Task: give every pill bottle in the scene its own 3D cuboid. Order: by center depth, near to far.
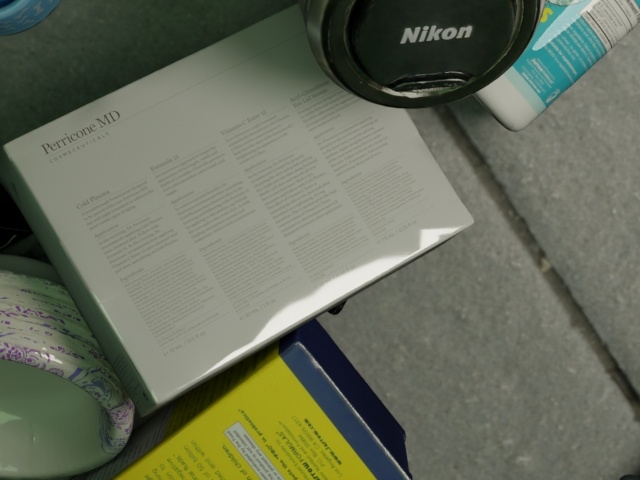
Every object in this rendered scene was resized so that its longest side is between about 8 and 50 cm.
[{"bbox_3d":[0.244,-0.246,1.509,0.264,0.146,0.146,-43,96,6],"label":"pill bottle"}]

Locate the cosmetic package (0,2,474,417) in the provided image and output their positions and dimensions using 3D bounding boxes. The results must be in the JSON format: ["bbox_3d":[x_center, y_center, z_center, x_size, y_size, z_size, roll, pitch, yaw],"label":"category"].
[{"bbox_3d":[-0.081,-0.043,1.467,0.377,0.097,0.284,-28,85,-21],"label":"cosmetic package"}]

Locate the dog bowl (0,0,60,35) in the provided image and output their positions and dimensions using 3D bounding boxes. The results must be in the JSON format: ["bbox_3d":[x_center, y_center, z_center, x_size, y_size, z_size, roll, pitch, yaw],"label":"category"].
[{"bbox_3d":[-0.392,-0.340,1.537,0.297,0.074,0.166,43,97,-6],"label":"dog bowl"}]

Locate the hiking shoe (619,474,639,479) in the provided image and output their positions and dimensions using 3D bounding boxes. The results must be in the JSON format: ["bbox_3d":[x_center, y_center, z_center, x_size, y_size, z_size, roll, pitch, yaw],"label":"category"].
[{"bbox_3d":[0.479,0.316,1.632,0.304,0.113,0.132,42,127,-12],"label":"hiking shoe"}]

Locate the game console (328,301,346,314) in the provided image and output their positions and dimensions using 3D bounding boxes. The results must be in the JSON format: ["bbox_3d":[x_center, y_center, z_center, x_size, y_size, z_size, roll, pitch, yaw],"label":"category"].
[{"bbox_3d":[0.000,0.000,1.590,0.071,0.107,0.122,23,100,-32],"label":"game console"}]

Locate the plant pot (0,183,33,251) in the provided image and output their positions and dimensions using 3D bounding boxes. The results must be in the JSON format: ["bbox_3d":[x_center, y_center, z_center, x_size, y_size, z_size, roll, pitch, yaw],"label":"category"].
[{"bbox_3d":[-0.436,-0.042,1.538,0.188,0.187,0.167,-27,86,5],"label":"plant pot"}]

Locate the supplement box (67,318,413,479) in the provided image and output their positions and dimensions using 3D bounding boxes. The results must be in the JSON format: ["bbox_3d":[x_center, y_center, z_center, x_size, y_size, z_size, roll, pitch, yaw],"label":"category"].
[{"bbox_3d":[-0.101,0.262,1.567,0.356,0.194,0.195,-37,97,6],"label":"supplement box"}]

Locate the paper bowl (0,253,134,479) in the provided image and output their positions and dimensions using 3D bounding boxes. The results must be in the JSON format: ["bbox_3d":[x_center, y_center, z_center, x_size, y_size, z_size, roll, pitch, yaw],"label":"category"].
[{"bbox_3d":[-0.327,0.122,1.531,0.284,0.284,0.148,1,54,1],"label":"paper bowl"}]

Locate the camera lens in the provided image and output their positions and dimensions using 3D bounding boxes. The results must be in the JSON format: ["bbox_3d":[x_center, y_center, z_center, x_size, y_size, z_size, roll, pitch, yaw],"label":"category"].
[{"bbox_3d":[0.077,-0.276,1.396,0.219,0.274,0.219,-7,136,-7],"label":"camera lens"}]
